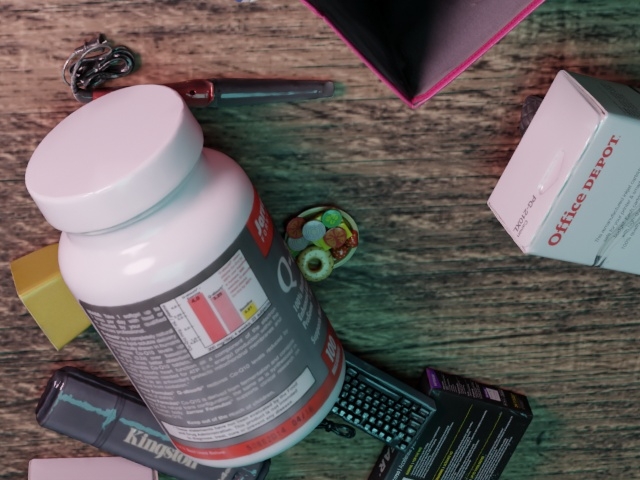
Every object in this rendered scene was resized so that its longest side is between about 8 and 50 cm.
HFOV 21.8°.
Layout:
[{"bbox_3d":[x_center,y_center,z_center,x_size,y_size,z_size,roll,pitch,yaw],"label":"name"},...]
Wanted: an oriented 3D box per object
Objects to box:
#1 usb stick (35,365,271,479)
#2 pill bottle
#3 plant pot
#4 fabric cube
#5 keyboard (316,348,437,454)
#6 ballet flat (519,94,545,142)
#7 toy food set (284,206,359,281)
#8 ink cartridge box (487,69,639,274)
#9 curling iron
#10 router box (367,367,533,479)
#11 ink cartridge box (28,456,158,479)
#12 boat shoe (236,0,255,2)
[{"bbox_3d":[-0.186,0.219,1.866,0.278,0.045,0.077,25,97,-22],"label":"usb stick"},{"bbox_3d":[-0.133,0.038,1.664,0.210,0.210,0.363,-24,124,6],"label":"pill bottle"},{"bbox_3d":[-0.265,0.049,1.739,0.083,0.081,0.081,-30,121,-2],"label":"plant pot"},{"bbox_3d":[0.075,-0.327,1.458,0.254,0.258,0.259,-40,118,16],"label":"fabric cube"},{"bbox_3d":[0.029,0.182,1.867,0.180,0.023,0.108,30,115,-6],"label":"keyboard"},{"bbox_3d":[0.232,-0.077,1.764,0.057,0.049,0.173,-16,131,-26],"label":"ballet flat"},{"bbox_3d":[0.000,0.000,1.781,0.083,0.020,0.082,-30,120,11],"label":"toy food set"},{"bbox_3d":[0.317,-0.062,1.712,0.237,0.100,0.172,10,120,-32],"label":"ink cartridge box"},{"bbox_3d":[-0.120,-0.158,1.659,0.274,0.035,0.068,5,120,-11],"label":"curling iron"},{"bbox_3d":[0.149,0.245,1.934,0.133,0.046,0.179,17,116,-17],"label":"router box"},{"bbox_3d":[-0.260,0.352,1.915,0.148,0.086,0.203,-1,120,-8],"label":"ink cartridge box"},{"bbox_3d":[-0.119,-0.296,1.558,0.183,0.066,0.066,38,107,-20],"label":"boat shoe"}]
